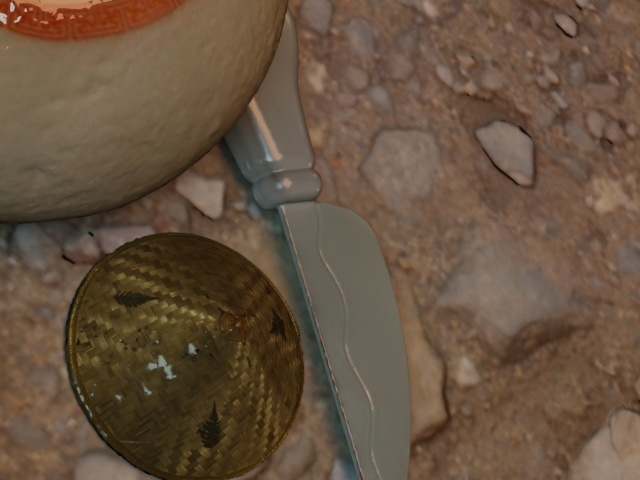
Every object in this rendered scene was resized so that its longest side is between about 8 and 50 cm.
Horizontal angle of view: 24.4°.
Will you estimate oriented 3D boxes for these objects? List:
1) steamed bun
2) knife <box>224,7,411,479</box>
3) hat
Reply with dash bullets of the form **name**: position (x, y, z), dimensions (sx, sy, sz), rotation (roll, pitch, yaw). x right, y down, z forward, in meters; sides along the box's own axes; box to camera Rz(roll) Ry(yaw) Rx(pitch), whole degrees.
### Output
- **steamed bun**: position (-0.146, -0.153, 0.741), dimensions (0.283, 0.177, 0.283), rotation (6, 69, -17)
- **knife**: position (0.001, -0.001, 0.874), dimensions (0.080, 0.044, 0.331), rotation (-15, 82, -42)
- **hat**: position (-0.059, 0.054, 0.799), dimensions (0.146, 0.067, 0.146), rotation (11, 66, -26)
